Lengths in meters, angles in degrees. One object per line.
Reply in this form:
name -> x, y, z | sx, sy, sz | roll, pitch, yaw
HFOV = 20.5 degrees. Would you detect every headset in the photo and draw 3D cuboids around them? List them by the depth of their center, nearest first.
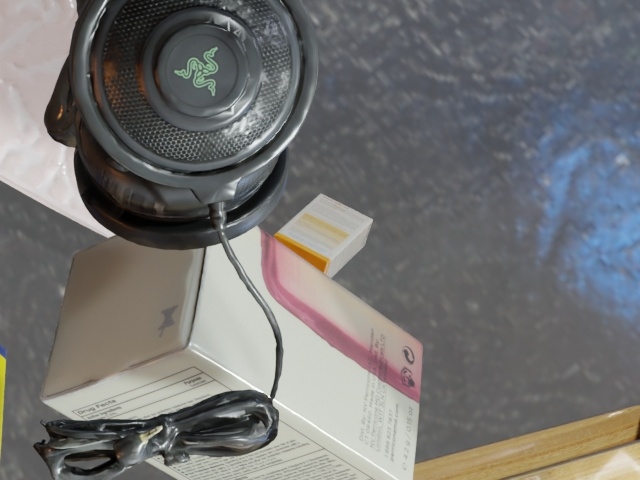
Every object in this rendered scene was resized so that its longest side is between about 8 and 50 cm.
headset -> -0.102, -0.069, 0.991 | 0.185, 0.394, 0.243 | -11, 166, -10

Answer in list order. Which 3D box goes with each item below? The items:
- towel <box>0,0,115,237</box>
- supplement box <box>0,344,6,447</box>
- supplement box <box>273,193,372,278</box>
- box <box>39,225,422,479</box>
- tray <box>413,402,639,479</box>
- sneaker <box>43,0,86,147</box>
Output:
towel -> -0.222, -0.195, 1.755 | 0.317, 0.053, 0.332 | 30, 88, -2
supplement box -> -0.519, 0.234, 2.131 | 0.195, 0.356, 0.194 | -38, 119, 16
supplement box -> 0.000, 0.000, 1.729 | 0.098, 0.062, 0.036 | -42, 154, -50
box -> -0.057, 0.092, 1.253 | 0.149, 0.127, 0.232 | -21, 136, 36
tray -> 0.211, 0.205, 1.503 | 0.411, 0.203, 0.076 | -8, 88, -36
sneaker -> -0.137, -0.202, 1.346 | 0.286, 0.130, 0.109 | -59, 166, -8
